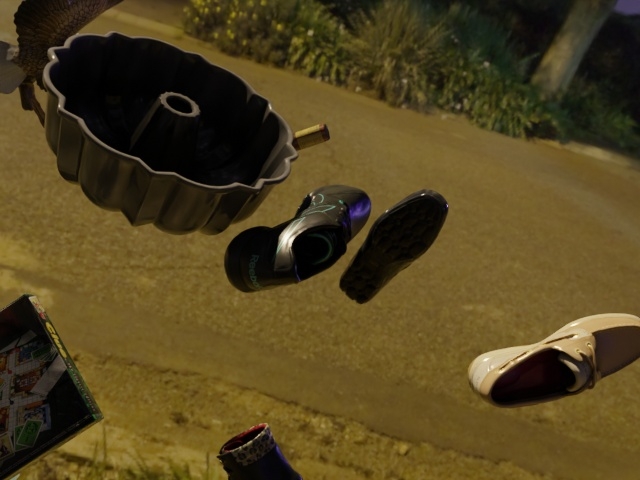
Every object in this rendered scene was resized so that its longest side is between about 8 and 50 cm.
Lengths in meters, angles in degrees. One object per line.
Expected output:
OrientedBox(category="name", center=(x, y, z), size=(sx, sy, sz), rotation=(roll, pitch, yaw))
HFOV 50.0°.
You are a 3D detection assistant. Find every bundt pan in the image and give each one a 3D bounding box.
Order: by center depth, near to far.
OrientedBox(category="bundt pan", center=(-0.204, -0.129, 0.896), size=(0.330, 0.124, 0.331), rotation=(22, 35, -16))

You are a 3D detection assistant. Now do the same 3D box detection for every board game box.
OrientedBox(category="board game box", center=(-0.339, 0.174, 0.621), size=(0.136, 0.259, 0.030), rotation=(57, 0, 8))

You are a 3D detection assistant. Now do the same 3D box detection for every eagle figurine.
OrientedBox(category="eagle figurine", center=(-0.488, -0.375, 1.327), size=(0.226, 0.298, 0.225), rotation=(44, 36, -54))

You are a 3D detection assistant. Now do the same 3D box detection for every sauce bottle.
OrientedBox(category="sauce bottle", center=(-0.044, -0.221, 1.508), size=(0.128, 0.042, 0.042), rotation=(-14, 14, 15))

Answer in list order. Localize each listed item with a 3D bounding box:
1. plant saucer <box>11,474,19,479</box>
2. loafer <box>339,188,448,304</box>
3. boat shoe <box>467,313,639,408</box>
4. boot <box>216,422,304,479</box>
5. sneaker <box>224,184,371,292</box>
OrientedBox(category="plant saucer", center=(-0.408, 0.254, 0.731), size=(0.194, 0.038, 0.195), rotation=(-17, 24, 8))
OrientedBox(category="loafer", center=(0.098, 0.002, 0.919), size=(0.076, 0.223, 0.078), rotation=(40, 45, 2))
OrientedBox(category="boat shoe", center=(0.221, 0.115, 0.617), size=(0.170, 0.063, 0.059), rotation=(-20, 9, 3))
OrientedBox(category="boot", center=(-0.143, 0.439, 1.180), size=(0.236, 0.179, 0.085), rotation=(-29, 10, -4))
OrientedBox(category="sneaker", center=(0.000, 0.000, 0.892), size=(0.106, 0.101, 0.267), rotation=(1, 24, 40))
